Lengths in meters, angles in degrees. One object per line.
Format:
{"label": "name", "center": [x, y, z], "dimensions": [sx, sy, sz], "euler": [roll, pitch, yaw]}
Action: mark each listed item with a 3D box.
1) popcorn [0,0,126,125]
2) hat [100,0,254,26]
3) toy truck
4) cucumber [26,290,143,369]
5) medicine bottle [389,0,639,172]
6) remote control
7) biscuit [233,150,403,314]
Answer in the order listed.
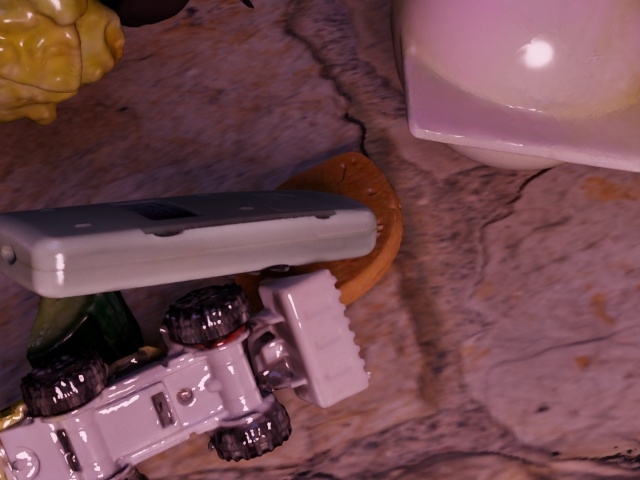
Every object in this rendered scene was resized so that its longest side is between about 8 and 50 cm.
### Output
{"label": "popcorn", "center": [-0.357, -0.255, 1.194], "dimensions": [0.312, 0.312, 0.312], "euler": [-7, 45, 7]}
{"label": "hat", "center": [-0.172, -0.389, 1.286], "dimensions": [0.209, 0.336, 0.238], "euler": [-17, 52, -17]}
{"label": "toy truck", "center": [-0.112, 0.115, 0.889], "dimensions": [0.286, 0.136, 0.111], "euler": [-22, 14, -15]}
{"label": "cucumber", "center": [-0.192, 0.072, 0.967], "dimensions": [0.062, 0.115, 0.116], "euler": [-3, 53, 11]}
{"label": "medicine bottle", "center": [0.180, -0.209, 1.056], "dimensions": [0.236, 0.235, 0.406], "euler": [-7, 44, 8]}
{"label": "remote control", "center": [-0.102, -0.003, 0.917], "dimensions": [0.296, 0.056, 0.140], "euler": [-6, 15, -33]}
{"label": "biscuit", "center": [0.000, 0.000, 1.041], "dimensions": [0.142, 0.029, 0.220], "euler": [9, 48, 24]}
